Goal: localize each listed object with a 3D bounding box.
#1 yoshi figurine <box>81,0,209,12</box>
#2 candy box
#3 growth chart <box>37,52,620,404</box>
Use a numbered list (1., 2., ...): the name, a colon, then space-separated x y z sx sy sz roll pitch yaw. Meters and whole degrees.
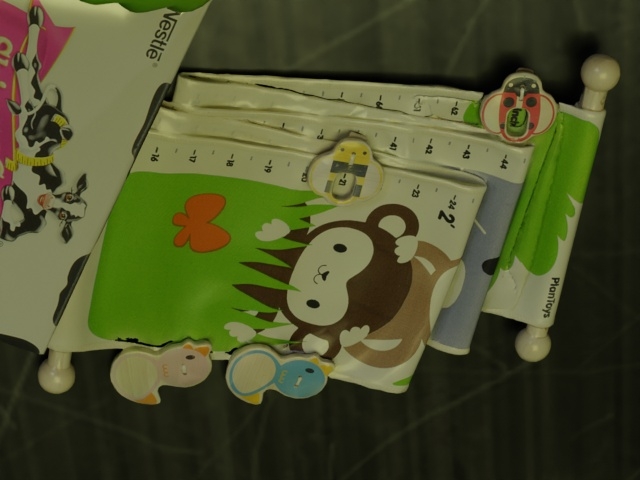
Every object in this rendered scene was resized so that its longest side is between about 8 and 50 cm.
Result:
1. yoshi figurine: -0.013 -0.184 0.637 0.362 0.203 0.203 15 138 -7
2. candy box: -0.159 -0.068 0.719 0.196 0.070 0.165 20 115 -17
3. growth chart: 0.000 0.000 0.835 0.237 0.021 0.172 -2 121 -9
